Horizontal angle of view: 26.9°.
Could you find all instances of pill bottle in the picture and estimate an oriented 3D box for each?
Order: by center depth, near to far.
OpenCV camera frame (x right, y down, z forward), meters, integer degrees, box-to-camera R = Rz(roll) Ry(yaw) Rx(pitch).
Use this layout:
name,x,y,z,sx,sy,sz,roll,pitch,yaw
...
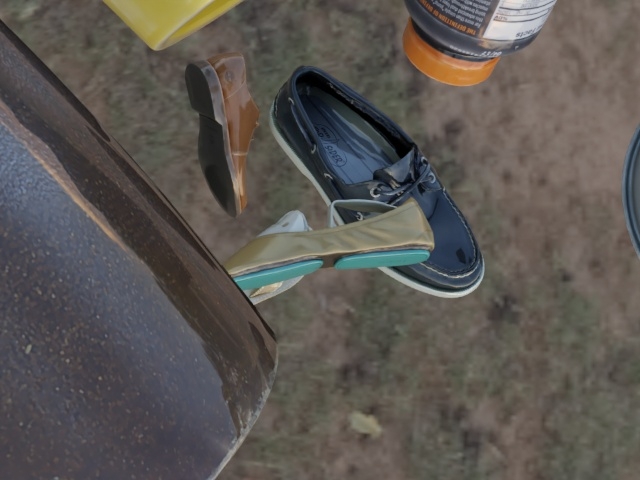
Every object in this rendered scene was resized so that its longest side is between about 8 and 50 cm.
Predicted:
name,x,y,z,sx,sy,sz,roll,pitch,yaw
pill bottle,0.145,-0.242,1.102,0.130,0.246,0.130,10,48,-12

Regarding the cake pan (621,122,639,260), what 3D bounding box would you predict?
name,x,y,z,sx,sy,sz,roll,pitch,yaw
cake pan,0.439,-0.036,1.303,0.293,0.054,0.293,4,70,-12

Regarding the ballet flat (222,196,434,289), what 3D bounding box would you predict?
name,x,y,z,sx,sy,sz,roll,pitch,yaw
ballet flat,0.000,0.000,1.342,0.232,0.080,0.073,-8,76,-20

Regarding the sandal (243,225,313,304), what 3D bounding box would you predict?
name,x,y,z,sx,sy,sz,roll,pitch,yaw
sandal,-0.098,0.055,2.130,0.240,0.079,0.088,-34,87,-11

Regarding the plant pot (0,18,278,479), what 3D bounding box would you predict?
name,x,y,z,sx,sy,sz,roll,pitch,yaw
plant pot,-0.161,-0.009,0.404,0.215,0.215,0.230,-43,112,-35

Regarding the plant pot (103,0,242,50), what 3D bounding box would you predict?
name,x,y,z,sx,sy,sz,roll,pitch,yaw
plant pot,-0.117,-0.277,0.939,0.254,0.254,0.239,-39,97,-37

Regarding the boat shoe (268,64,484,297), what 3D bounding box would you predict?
name,x,y,z,sx,sy,sz,roll,pitch,yaw
boat shoe,0.071,-0.080,1.574,0.127,0.113,0.340,-31,71,-23

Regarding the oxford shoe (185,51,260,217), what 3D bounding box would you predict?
name,x,y,z,sx,sy,sz,roll,pitch,yaw
oxford shoe,-0.100,-0.121,1.564,0.076,0.076,0.212,-27,133,-29
